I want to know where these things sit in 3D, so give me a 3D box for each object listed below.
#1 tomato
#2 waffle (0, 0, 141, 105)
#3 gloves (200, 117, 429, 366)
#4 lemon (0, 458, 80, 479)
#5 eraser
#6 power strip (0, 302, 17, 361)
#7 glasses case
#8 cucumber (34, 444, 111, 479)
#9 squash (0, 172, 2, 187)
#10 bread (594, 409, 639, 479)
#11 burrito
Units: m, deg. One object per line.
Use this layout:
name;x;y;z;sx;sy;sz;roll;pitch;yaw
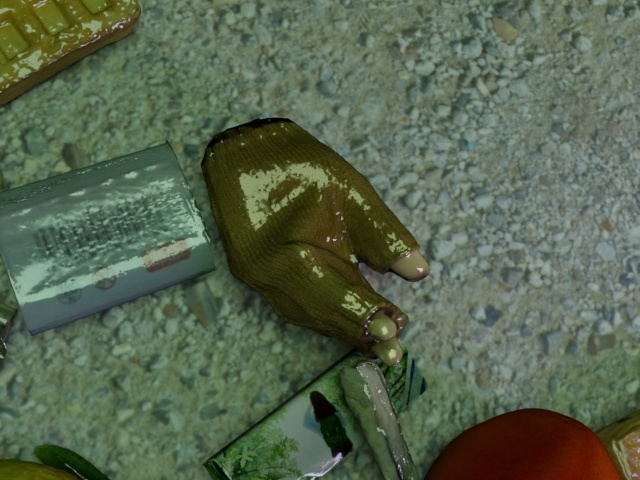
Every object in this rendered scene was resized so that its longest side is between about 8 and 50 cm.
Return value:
tomato;0.242;0.322;1.000;0.260;0.180;0.259;4;76;-14
waffle;-0.378;-0.275;1.081;0.274;0.057;0.168;-35;86;-19
gloves;-0.008;0.003;1.036;0.203;0.155;0.356;-19;59;-33
lemon;-0.302;0.341;0.833;0.268;0.267;0.267;3;75;-12
eraser;-0.258;-0.007;1.025;0.227;0.081;0.174;-20;77;-16
power strip;-0.467;0.066;0.958;0.268;0.034;0.092;24;114;-6
glasses case;0.002;0.212;1.008;0.272;0.062;0.095;-34;85;-30
cucumber;-0.250;0.280;0.972;0.168;0.039;0.039;41;71;2
squash;-0.461;-0.127;1.007;0.239;0.069;0.069;40;70;10
bread;0.467;0.305;1.101;0.235;0.099;0.210;-19;78;-11
burrito;0.072;0.221;0.983;0.058;0.045;0.188;-25;93;-56
